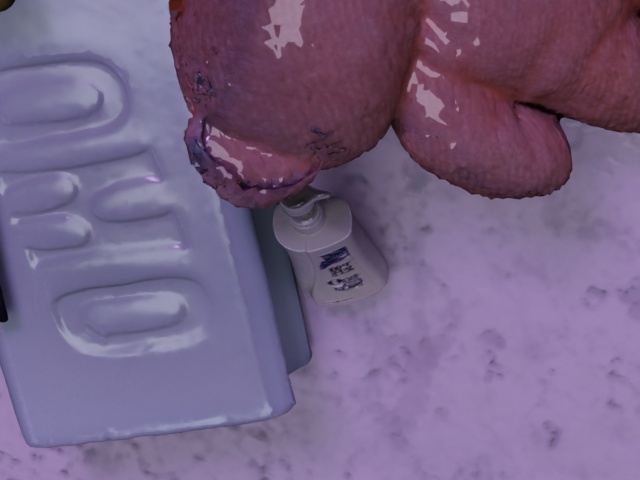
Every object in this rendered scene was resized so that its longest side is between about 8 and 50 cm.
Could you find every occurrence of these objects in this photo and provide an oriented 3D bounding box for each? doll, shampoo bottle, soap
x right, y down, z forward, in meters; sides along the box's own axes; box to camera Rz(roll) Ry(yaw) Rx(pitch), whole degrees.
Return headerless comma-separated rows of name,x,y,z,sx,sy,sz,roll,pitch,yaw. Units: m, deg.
doll,0.068,-0.115,0.785,0.303,0.156,0.201,1,95,-19
shampoo bottle,0.000,0.000,0.830,0.049,0.141,0.034,0,71,13
soap,-0.112,-0.032,0.853,0.159,0.087,0.266,-8,110,13

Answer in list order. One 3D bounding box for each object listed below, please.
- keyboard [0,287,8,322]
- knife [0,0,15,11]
keyboard,-0.272,-0.005,0.881,0.250,0.017,0.087,5,114,33
knife,-0.286,-0.116,0.826,0.343,0.027,0.061,-7,127,36
